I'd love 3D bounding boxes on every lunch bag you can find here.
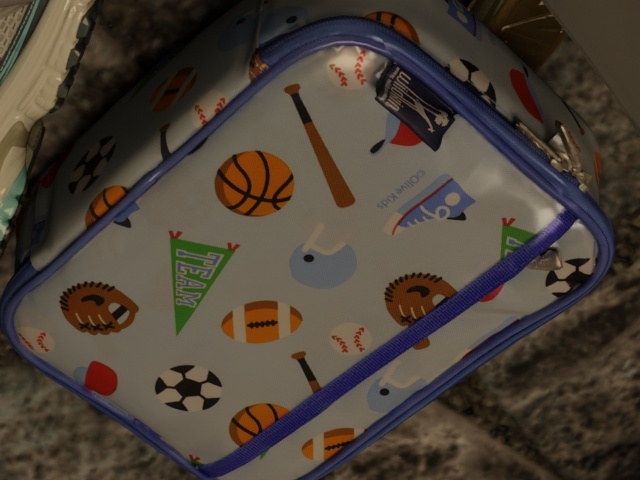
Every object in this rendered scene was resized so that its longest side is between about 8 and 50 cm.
[{"bbox_3d":[0.000,0.000,1.021,0.303,0.115,0.243,-36,120,26],"label":"lunch bag"}]

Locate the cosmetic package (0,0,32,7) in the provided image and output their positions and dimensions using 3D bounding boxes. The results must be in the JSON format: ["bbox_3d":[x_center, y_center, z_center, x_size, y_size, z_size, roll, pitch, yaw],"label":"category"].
[{"bbox_3d":[-0.059,-0.235,0.822,0.224,0.138,0.224,-12,91,-4],"label":"cosmetic package"}]

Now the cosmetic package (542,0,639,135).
[{"bbox_3d":[0.337,-0.194,0.874,0.329,0.327,0.394,21,114,-23],"label":"cosmetic package"}]

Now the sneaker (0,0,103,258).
[{"bbox_3d":[-0.181,-0.099,0.954,0.122,0.110,0.283,20,112,-12],"label":"sneaker"}]

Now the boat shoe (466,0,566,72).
[{"bbox_3d":[0.082,-0.093,1.055,0.056,0.048,0.153,17,123,-27],"label":"boat shoe"}]
